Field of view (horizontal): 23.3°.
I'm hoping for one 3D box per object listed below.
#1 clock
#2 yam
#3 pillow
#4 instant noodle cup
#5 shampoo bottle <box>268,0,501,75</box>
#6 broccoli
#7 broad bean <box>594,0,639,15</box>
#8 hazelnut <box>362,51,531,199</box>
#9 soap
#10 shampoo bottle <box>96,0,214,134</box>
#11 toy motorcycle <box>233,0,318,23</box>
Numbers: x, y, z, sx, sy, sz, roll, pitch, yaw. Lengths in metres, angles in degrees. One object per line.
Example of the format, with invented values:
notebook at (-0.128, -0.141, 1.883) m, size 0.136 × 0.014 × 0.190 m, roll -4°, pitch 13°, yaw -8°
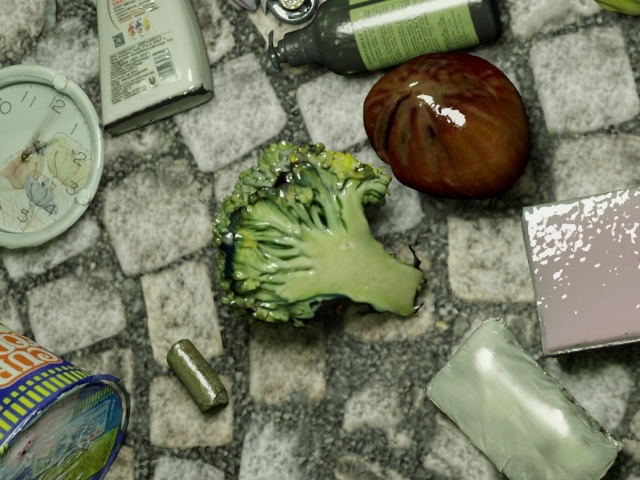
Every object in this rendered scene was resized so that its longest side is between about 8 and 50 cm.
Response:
clock at (-0.378, -0.106, 1.998) m, size 0.236 × 0.053 × 0.237 m, roll -2°, pitch 83°, yaw 16°
yam at (-0.152, 0.169, 1.921) m, size 0.043 × 0.043 × 0.094 m, roll -40°, pitch 75°, yaw 8°
pillow at (0.236, 0.207, 1.812) m, size 0.128 × 0.051 × 0.229 m, roll -45°, pitch 74°, yaw 4°
instant noodle cup at (-0.438, 0.203, 1.896) m, size 0.312 × 0.284 × 0.284 m, roll 33°, pitch 94°, yaw 22°
shampoo bottle at (0.070, -0.257, 1.869) m, size 0.283 × 0.101 × 0.101 m, roll -13°, pitch 82°, yaw 13°
broccoli at (-0.014, -0.008, 1.869) m, size 0.242 × 0.273 × 0.180 m, roll -64°, pitch 30°, yaw 12°
broad bean at (0.413, -0.375, 1.780) m, size 0.291 × 0.119 × 0.238 m, roll -13°, pitch 82°, yaw 12°
hazelnut at (0.151, -0.136, 1.798) m, size 0.178 × 0.178 × 0.204 m, roll -46°, pitch 56°, yaw 7°
soap at (0.370, 0.029, 1.776) m, size 0.259 × 0.081 × 0.181 m, roll -11°, pitch 81°, yaw 14°
shampoo bottle at (-0.235, -0.291, 1.970) m, size 0.153 × 0.071 × 0.284 m, roll -18°, pitch 79°, yaw 15°
toy motorcycle at (-0.091, -0.371, 1.934) m, size 0.152 × 0.073 × 0.225 m, roll -11°, pitch 90°, yaw 6°
